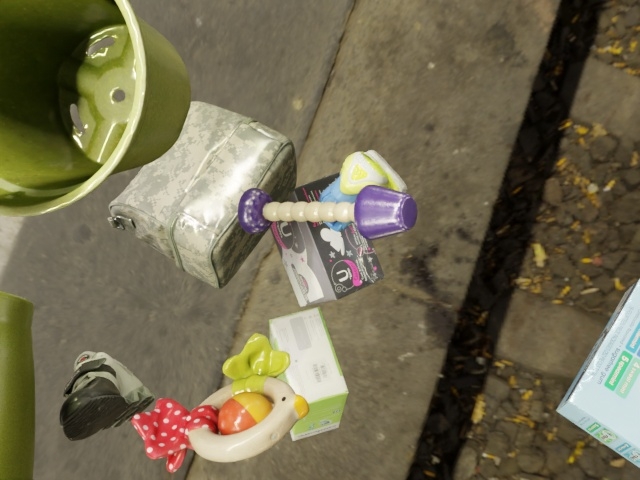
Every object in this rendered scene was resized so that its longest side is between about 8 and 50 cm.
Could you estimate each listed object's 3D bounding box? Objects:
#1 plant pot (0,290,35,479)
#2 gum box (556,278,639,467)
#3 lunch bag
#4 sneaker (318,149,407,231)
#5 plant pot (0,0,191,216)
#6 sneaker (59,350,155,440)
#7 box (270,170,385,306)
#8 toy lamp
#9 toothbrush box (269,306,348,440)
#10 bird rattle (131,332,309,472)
[{"bbox_3d":[-0.598,0.244,1.354,0.366,0.366,0.353,9,77,-9],"label":"plant pot"},{"bbox_3d":[0.345,0.151,0.836,0.184,0.041,0.157,33,65,11],"label":"gum box"},{"bbox_3d":[-0.218,-0.101,1.644,0.256,0.212,0.305,28,67,12],"label":"lunch bag"},{"bbox_3d":[0.057,-0.078,1.395,0.126,0.240,0.091,-43,76,12],"label":"sneaker"},{"bbox_3d":[-0.268,-0.169,0.961,0.276,0.254,0.276,1,95,13],"label":"plant pot"},{"bbox_3d":[-0.428,0.278,1.634,0.122,0.330,0.146,-39,81,-2],"label":"sneaker"},{"bbox_3d":[0.000,0.000,1.868,0.142,0.163,0.247,-21,91,-32],"label":"box"},{"bbox_3d":[0.008,-0.042,1.246,0.080,0.275,0.080,-8,100,-54],"label":"toy lamp"},{"bbox_3d":[-0.033,0.304,1.964,0.122,0.283,0.206,-14,64,-11],"label":"toothbrush box"},{"bbox_3d":[-0.132,0.248,1.270,0.253,0.207,0.143,-23,109,-31],"label":"bird rattle"}]
